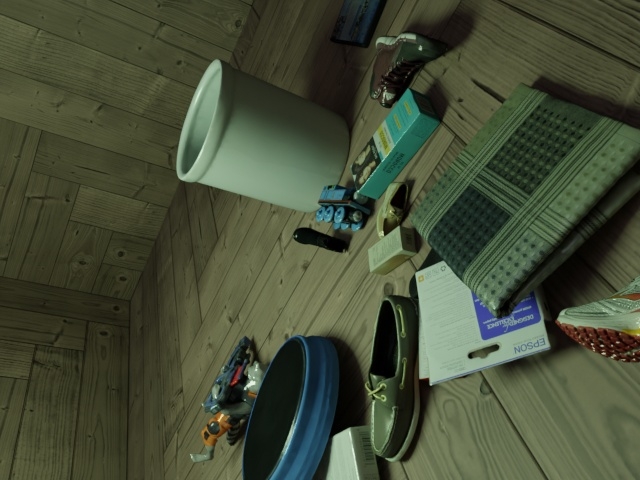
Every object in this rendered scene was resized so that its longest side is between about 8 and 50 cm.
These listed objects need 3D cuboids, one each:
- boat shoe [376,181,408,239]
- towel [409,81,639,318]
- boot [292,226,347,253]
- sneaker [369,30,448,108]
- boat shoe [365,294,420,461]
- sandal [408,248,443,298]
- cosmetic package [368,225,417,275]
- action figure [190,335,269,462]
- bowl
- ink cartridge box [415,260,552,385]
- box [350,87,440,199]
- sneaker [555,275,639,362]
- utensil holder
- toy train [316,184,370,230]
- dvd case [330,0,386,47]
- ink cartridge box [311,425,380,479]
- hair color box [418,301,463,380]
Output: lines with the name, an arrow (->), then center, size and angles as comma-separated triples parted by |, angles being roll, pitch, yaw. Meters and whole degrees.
boat shoe -> 0.158, -0.065, 1.211 | 0.045, 0.050, 0.135 | -6, 71, 67
towel -> 0.312, -0.079, 0.884 | 0.324, 0.056, 0.312 | -52, 30, 13
boot -> 0.000, 0.000, 1.405 | 0.099, 0.121, 0.045 | -155, 79, -69
sneaker -> 0.190, -0.381, 1.283 | 0.281, 0.106, 0.163 | -129, 53, -69
boat shoe -> 0.131, 0.253, 1.048 | 0.109, 0.091, 0.305 | -5, 72, 61
sandal -> 0.220, 0.054, 1.054 | 0.179, 0.040, 0.067 | 118, 159, -53
cosmetic package -> 0.151, 0.023, 1.187 | 0.115, 0.041, 0.060 | -40, 43, 48
action figure -> -0.238, 0.449, 1.636 | 0.330, 0.178, 0.341 | -49, 9, 29
bowl -> -0.079, 0.402, 1.293 | 0.391, 0.077, 0.391 | -57, 19, 33
ink cartridge box -> 0.254, 0.110, 0.892 | 0.206, 0.045, 0.208 | -28, 47, 35
box -> 0.163, -0.215, 1.270 | 0.244, 0.060, 0.101 | -52, 34, 36
sneaker -> 0.392, 0.090, 0.676 | 0.225, 0.088, 0.093 | -20, 39, 58
utensil holder -> -0.160, -0.272, 1.552 | 0.327, 0.385, 0.328 | -36, 46, 50
toy train -> 0.055, -0.084, 1.389 | 0.184, 0.080, 0.105 | 7, 77, 63
dvd case -> 0.113, -0.664, 1.643 | 0.180, 0.022, 0.253 | -68, 28, 14
ink cartridge box -> 0.041, 0.491, 1.124 | 0.225, 0.056, 0.181 | -49, 43, 49
hair color box -> 0.212, 0.174, 0.991 | 0.072, 0.043, 0.141 | -29, 52, 53
